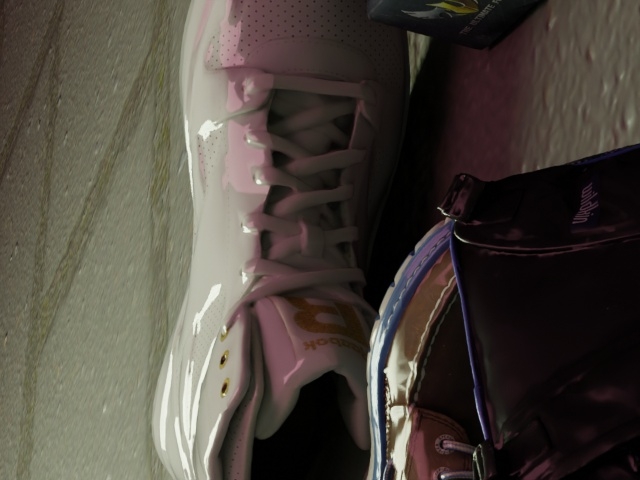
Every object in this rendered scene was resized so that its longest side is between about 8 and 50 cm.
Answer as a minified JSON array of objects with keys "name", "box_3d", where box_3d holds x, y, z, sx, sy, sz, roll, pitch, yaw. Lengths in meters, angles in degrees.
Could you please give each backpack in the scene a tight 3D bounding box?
[{"name":"backpack","box_3d":[0.097,0.024,0.398,0.114,0.084,0.105,-21,48,19]}]

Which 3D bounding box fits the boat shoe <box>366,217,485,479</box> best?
[{"name":"boat shoe","box_3d":[0.050,0.078,0.577,0.066,0.066,0.183,-119,35,-58]}]

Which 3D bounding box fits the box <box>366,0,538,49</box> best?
[{"name":"box","box_3d":[0.089,-0.198,0.641,0.233,0.059,0.183,143,138,-65]}]

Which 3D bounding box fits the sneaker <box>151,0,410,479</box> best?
[{"name":"sneaker","box_3d":[0.000,0.000,0.726,0.169,0.108,0.292,-135,50,-68]}]
